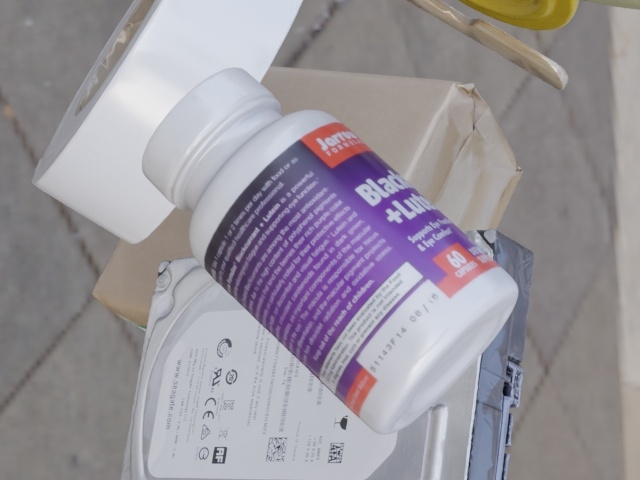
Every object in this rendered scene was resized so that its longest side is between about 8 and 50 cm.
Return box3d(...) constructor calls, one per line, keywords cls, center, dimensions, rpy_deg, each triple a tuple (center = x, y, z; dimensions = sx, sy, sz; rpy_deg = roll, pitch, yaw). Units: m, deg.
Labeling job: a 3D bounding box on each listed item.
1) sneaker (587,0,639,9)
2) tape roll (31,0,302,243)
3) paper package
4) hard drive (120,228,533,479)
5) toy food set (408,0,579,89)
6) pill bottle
box3d(cls="sneaker", center=(0.340, -0.160, 1.107), dimensions=(0.182, 0.410, 0.158), rpy_deg=(78, 16, -46))
box3d(cls="tape roll", center=(-0.124, -0.139, 1.438), dimensions=(0.100, 0.286, 0.286), rpy_deg=(32, 52, -14))
box3d(cls="paper package", center=(-0.012, -0.008, 1.731), dimensions=(0.168, 0.324, 0.309), rpy_deg=(48, 61, -45))
box3d(cls="hard drive", center=(-0.006, 0.120, 1.327), dimensions=(0.064, 0.339, 0.237), rpy_deg=(27, 65, -47))
box3d(cls="toy food set", center=(0.093, -0.177, 0.905), dimensions=(0.071, 0.128, 0.218), rpy_deg=(-56, 162, -13))
box3d(cls="pill bottle", center=(0.000, 0.000, 0.914), dimensions=(0.193, 0.108, 0.108), rpy_deg=(43, 30, 15))
